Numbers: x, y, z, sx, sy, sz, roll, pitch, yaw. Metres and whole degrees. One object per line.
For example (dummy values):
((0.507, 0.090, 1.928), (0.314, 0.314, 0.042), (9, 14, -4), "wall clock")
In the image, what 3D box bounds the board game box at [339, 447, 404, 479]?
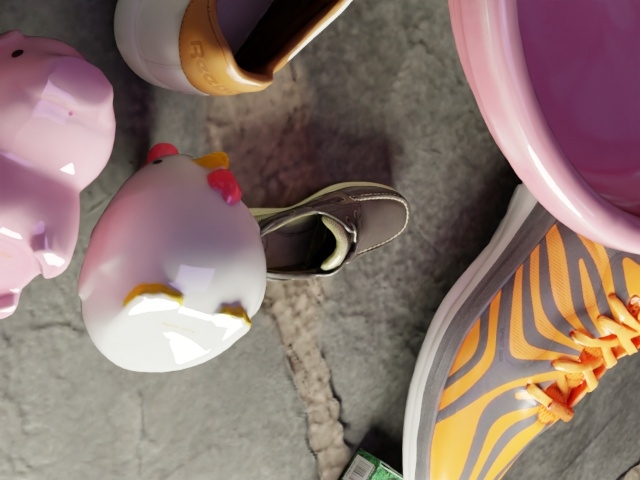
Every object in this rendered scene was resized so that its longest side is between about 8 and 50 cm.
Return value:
((0.077, 0.263, 0.951), (0.259, 0.030, 0.136), (39, 83, -40), "board game box")

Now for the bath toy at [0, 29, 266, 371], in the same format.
((-0.162, -0.049, 0.599), (0.151, 0.129, 0.348), (-33, 137, 32), "bath toy")

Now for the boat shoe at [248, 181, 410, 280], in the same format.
((0.000, 0.000, 0.782), (0.152, 0.049, 0.056), (-15, 114, -33), "boat shoe")

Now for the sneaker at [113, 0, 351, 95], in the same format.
((0.014, -0.194, 0.678), (0.106, 0.123, 0.290), (35, 82, -38), "sneaker")

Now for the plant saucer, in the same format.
((0.191, -0.159, 0.750), (0.332, 0.084, 0.332), (-6, 100, -37), "plant saucer")

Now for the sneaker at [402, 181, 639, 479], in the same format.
((0.186, 0.063, 0.850), (0.124, 0.180, 0.321), (27, 88, -56), "sneaker")
